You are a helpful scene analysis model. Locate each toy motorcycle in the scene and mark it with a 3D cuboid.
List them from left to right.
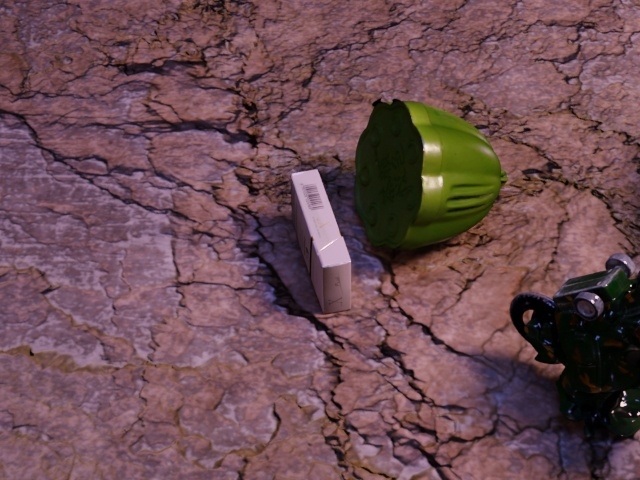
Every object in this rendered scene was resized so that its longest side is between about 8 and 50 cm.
[{"bbox_3d":[0.324,0.112,1.540,0.125,0.275,0.187,-42,103,-35],"label":"toy motorcycle"}]

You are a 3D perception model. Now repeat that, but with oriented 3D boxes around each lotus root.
[{"bbox_3d":[0.150,-0.077,1.764,0.186,0.186,0.186,0,47,0],"label":"lotus root"}]

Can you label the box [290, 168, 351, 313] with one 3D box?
[{"bbox_3d":[0.000,0.000,1.730,0.040,0.084,0.154,-10,48,-11],"label":"box"}]
